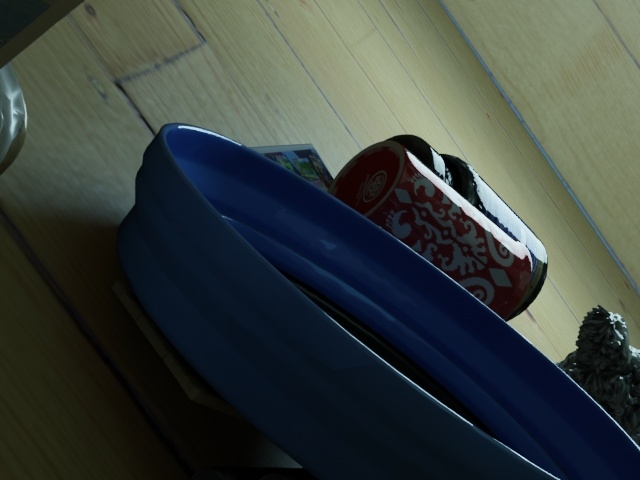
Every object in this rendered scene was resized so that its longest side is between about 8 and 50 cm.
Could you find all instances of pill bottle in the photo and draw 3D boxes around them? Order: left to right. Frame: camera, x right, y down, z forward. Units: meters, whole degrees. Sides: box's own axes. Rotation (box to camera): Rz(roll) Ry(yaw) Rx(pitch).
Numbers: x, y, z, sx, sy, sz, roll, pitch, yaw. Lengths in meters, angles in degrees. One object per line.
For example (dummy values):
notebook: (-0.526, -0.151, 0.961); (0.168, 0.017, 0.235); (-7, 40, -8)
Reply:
pill bottle: (0.127, -0.010, 1.279); (0.219, 0.123, 0.122); (40, 24, -43)

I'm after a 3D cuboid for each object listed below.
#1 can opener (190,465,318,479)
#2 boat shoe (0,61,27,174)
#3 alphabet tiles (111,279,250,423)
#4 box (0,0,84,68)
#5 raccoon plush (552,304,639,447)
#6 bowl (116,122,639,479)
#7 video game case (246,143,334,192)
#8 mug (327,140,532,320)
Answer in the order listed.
can opener: (-0.036, 0.167, 0.671); (0.283, 0.076, 0.095); (21, 71, -62)
boat shoe: (-0.235, -0.152, 0.612); (0.277, 0.098, 0.096); (60, 17, 8)
alphabet tiles: (-0.013, 0.096, 0.766); (0.237, 0.009, 0.198); (29, 10, -40)
box: (-0.195, -0.083, 0.427); (0.114, 0.203, 0.103); (28, 32, -53)
raccoon plush: (0.272, 0.225, 1.154); (0.299, 0.216, 0.446); (52, 17, 12)
bowl: (0.042, 0.071, 0.799); (0.391, 0.077, 0.391); (36, 9, -7)
video game case: (0.000, 0.000, 1.093); (0.183, 0.023, 0.201); (59, 19, 5)
mug: (0.094, 0.008, 1.109); (0.169, 0.113, 0.150); (41, 22, -30)
